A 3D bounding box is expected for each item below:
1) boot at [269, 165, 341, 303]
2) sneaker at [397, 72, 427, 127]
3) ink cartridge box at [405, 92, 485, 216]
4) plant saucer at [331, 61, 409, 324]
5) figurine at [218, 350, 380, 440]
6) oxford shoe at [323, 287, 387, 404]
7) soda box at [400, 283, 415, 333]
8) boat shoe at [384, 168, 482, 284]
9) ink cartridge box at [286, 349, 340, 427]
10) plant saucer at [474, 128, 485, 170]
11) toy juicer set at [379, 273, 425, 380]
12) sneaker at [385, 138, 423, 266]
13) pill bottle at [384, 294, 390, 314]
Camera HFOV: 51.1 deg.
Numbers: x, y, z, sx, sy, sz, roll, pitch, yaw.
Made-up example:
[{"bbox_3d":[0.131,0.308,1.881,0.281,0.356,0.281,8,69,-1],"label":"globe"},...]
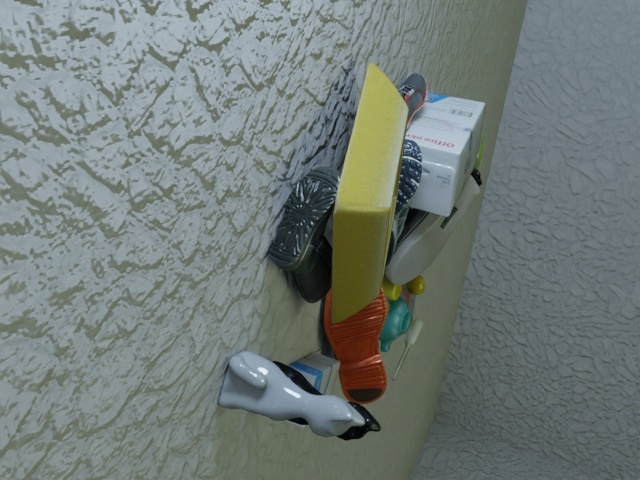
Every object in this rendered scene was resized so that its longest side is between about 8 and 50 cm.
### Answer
[{"bbox_3d":[-0.001,-0.002,1.089,0.190,0.076,0.208,-59,153,-7],"label":"boot"},{"bbox_3d":[0.180,-0.298,1.399,0.158,0.061,0.065,-67,154,-23],"label":"sneaker"},{"bbox_3d":[0.250,-0.199,1.497,0.233,0.171,0.168,-54,153,-44],"label":"ink cartridge box"},{"bbox_3d":[0.087,-0.069,1.136,0.333,0.081,0.333,90,11,-53],"label":"plant saucer"},{"bbox_3d":[-0.022,0.247,1.015,0.215,0.209,0.092,50,58,-68],"label":"figurine"},{"bbox_3d":[0.064,0.169,1.404,0.133,0.130,0.364,-108,-168,-60],"label":"oxford shoe"},{"bbox_3d":[0.237,0.183,1.939,0.058,0.063,0.183,-54,152,-46],"label":"soda box"},{"bbox_3d":[0.240,-0.058,1.658,0.340,0.158,0.127,-51,140,-3],"label":"boat shoe"},{"bbox_3d":[-0.014,0.283,1.300,0.180,0.060,0.104,-4,108,-70],"label":"ink cartridge box"},{"bbox_3d":[0.339,-0.215,1.768,0.241,0.037,0.241,-43,-142,46],"label":"plant saucer"},{"bbox_3d":[0.206,0.186,1.795,0.209,0.089,0.329,-45,138,-43],"label":"toy juicer set"},{"bbox_3d":[0.141,-0.085,1.417,0.122,0.110,0.283,-47,157,-68],"label":"sneaker"},{"bbox_3d":[0.127,0.147,1.590,0.116,0.065,0.065,53,55,-67],"label":"pill bottle"}]
